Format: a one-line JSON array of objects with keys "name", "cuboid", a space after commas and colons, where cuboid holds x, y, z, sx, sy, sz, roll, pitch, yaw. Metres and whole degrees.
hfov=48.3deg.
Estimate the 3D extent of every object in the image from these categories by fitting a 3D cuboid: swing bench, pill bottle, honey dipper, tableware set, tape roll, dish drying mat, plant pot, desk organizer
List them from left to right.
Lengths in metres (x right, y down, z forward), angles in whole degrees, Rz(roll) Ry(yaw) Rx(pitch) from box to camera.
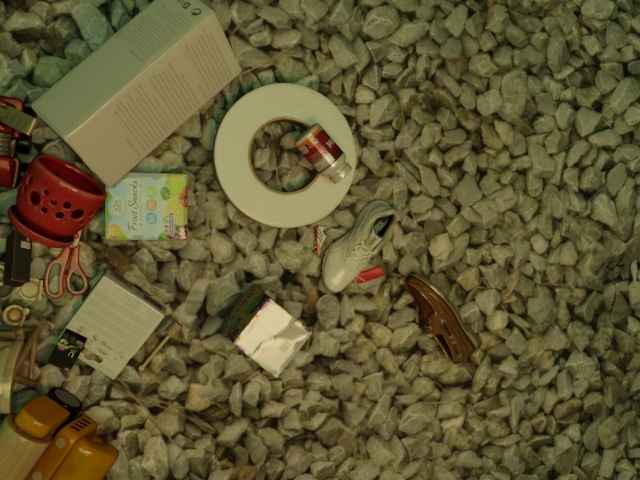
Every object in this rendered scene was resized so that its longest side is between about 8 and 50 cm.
[{"name": "swing bench", "cuboid": [-0.814, 0.286, 1.659, 0.253, 0.254, 0.165, 5, 91, -8]}, {"name": "tableware set", "cuboid": [-0.789, 0.140, 1.791, 0.168, 0.020, 0.141, 23, 87, -14]}, {"name": "desk organizer", "cuboid": [-0.751, 0.046, 1.770, 0.047, 0.050, 0.130, 17, 60, -45]}, {"name": "plant pot", "cuboid": [-0.643, -0.089, 1.730, 0.191, 0.191, 0.174, 32, 100, -14]}, {"name": "honey dipper", "cuboid": [-0.427, 0.282, 1.887, 0.030, 0.030, 0.161, 42, 85, -13]}, {"name": "tape roll", "cuboid": [-0.095, -0.226, 1.922, 0.392, 0.072, 0.392, -1, 92, -15]}, {"name": "pill bottle", "cuboid": [0.010, -0.225, 1.869, 0.086, 0.086, 0.152, -44, 103, -8]}, {"name": "dish drying mat", "cuboid": [0.139, 0.098, 2.031, 0.083, 0.008, 0.032, -17, 96, -13]}]

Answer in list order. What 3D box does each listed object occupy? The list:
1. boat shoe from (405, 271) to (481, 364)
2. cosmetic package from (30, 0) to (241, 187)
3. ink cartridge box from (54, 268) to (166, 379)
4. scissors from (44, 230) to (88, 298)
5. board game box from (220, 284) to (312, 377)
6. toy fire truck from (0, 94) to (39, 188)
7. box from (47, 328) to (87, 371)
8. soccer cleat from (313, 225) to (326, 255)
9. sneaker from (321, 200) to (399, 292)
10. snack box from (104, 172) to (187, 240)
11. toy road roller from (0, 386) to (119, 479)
[{"name": "boat shoe", "cuboid": [0.335, 0.227, 2.034, 0.104, 0.111, 0.307, -44, 102, -10]}, {"name": "cosmetic package", "cuboid": [-0.431, -0.370, 1.725, 0.453, 0.230, 0.161, -44, 64, -10]}, {"name": "ink cartridge box", "cuboid": [-0.543, 0.218, 1.854, 0.189, 0.066, 0.232, 36, 105, -13]}, {"name": "scissors", "cuboid": [-0.640, 0.003, 1.821, 0.109, 0.021, 0.297, 5, 93, -13]}, {"name": "board game box", "cuboid": [-0.145, 0.223, 1.827, 0.142, 0.275, 0.144, 40, 83, -13]}, {"name": "toy fire truck", "cuboid": [-0.733, -0.232, 1.669, 0.158, 0.246, 0.217, 9, 91, -14]}, {"name": "box", "cuboid": [-0.641, 0.278, 1.809, 0.062, 0.052, 0.083, 29, 103, -13]}, {"name": "soccer cleat", "cuboid": [0.000, 0.000, 1.980, 0.035, 0.029, 0.083, 0, 88, -10]}, {"name": "sneaker", "cuboid": [0.106, 0.014, 1.957, 0.111, 0.129, 0.297, 35, 86, -15]}, {"name": "snack box", "cuboid": [-0.448, -0.087, 1.841, 0.207, 0.070, 0.174, 0, 93, -12]}, {"name": "toy road roller", "cuboid": [-0.629, 0.508, 1.693, 0.240, 0.329, 0.202, 35, 90, 2]}]
